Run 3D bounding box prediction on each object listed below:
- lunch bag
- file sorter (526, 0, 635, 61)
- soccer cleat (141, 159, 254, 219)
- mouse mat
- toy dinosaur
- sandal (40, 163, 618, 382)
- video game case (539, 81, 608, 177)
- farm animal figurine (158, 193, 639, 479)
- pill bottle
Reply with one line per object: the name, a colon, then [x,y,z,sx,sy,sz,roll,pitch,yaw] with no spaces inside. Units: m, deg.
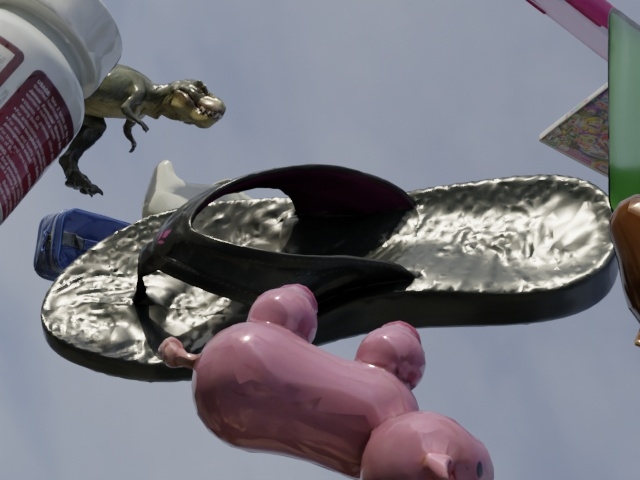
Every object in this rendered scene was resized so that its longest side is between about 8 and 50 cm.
lunch bag: [-0.222,0.007,1.806,0.065,0.098,0.067,-13,-112,53]
file sorter: [0.347,-0.204,1.644,0.290,0.182,0.202,36,4,-11]
soccer cleat: [-0.066,-0.011,1.620,0.068,0.196,0.076,-17,-119,45]
mouse mat: [0.217,-0.066,1.268,0.190,0.007,0.153,-107,-166,-72]
toy dinosaur: [-0.217,-0.110,1.591,0.268,0.118,0.064,17,-11,2]
sandal: [0.001,-0.002,1.443,0.168,0.445,0.107,-96,176,-47]
video game case: [0.278,-0.106,1.813,0.087,0.011,0.122,26,-35,-18]
farm animal figurine: [0.081,0.146,0.562,0.330,0.172,0.327,-35,-83,21]
pill bottle: [-0.232,-0.077,1.249,0.121,0.221,0.121,26,-31,17]
